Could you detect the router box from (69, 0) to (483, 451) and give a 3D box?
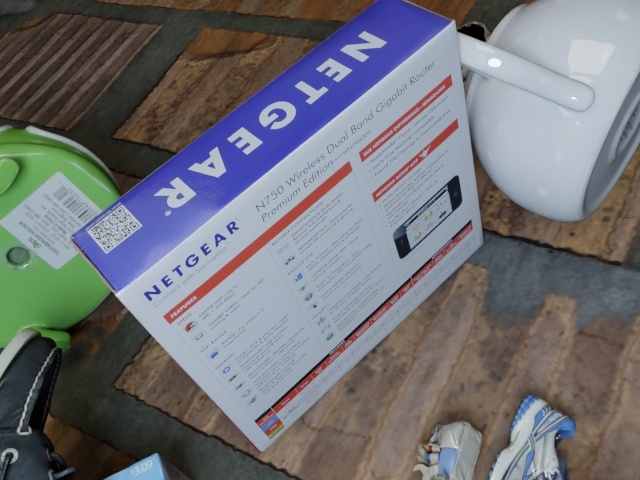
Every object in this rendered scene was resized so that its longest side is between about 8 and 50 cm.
[{"bbox_3d":[0.000,0.000,0.625,0.335,0.301,0.082,-40,52,-14],"label":"router box"}]

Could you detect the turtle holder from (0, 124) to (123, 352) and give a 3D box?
[{"bbox_3d":[-0.377,0.011,0.825,0.320,0.243,0.227,-65,32,16],"label":"turtle holder"}]

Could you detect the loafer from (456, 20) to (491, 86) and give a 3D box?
[{"bbox_3d":[0.087,-0.137,0.814,0.133,0.130,0.366,30,67,35],"label":"loafer"}]

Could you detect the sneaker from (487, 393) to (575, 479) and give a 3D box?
[{"bbox_3d":[0.177,0.196,0.573,0.058,0.052,0.135,20,62,26],"label":"sneaker"}]

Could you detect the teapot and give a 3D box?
[{"bbox_3d":[0.228,-0.152,0.694,0.187,0.256,0.252,30,62,26],"label":"teapot"}]

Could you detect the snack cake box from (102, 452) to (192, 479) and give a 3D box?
[{"bbox_3d":[-0.226,0.321,0.591,0.264,0.089,0.152,-27,50,-3],"label":"snack cake box"}]

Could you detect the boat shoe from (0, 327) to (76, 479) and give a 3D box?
[{"bbox_3d":[-0.247,0.227,0.546,0.113,0.127,0.340,12,43,-8],"label":"boat shoe"}]

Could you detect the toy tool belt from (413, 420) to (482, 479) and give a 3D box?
[{"bbox_3d":[0.108,0.200,0.602,0.051,0.052,0.083,-18,37,48],"label":"toy tool belt"}]
